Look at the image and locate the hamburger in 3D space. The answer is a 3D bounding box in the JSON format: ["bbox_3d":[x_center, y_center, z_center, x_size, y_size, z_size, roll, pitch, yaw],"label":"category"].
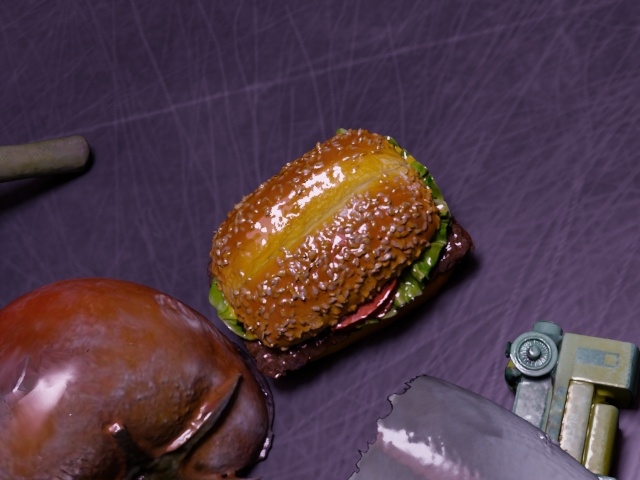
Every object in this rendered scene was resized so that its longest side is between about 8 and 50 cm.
[{"bbox_3d":[0.000,0.000,0.845,0.166,0.087,0.137,-34,55,0],"label":"hamburger"}]

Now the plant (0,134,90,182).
[{"bbox_3d":[-0.344,-0.027,0.920,0.306,0.297,0.261,-7,56,63],"label":"plant"}]

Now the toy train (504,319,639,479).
[{"bbox_3d":[0.138,0.105,0.758,0.081,0.050,0.122,8,65,14],"label":"toy train"}]

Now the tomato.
[{"bbox_3d":[-0.153,0.114,0.806,0.181,0.155,0.214,29,76,36],"label":"tomato"}]

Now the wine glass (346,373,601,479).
[{"bbox_3d":[0.204,0.123,0.680,0.310,0.096,0.264,29,51,16],"label":"wine glass"}]
